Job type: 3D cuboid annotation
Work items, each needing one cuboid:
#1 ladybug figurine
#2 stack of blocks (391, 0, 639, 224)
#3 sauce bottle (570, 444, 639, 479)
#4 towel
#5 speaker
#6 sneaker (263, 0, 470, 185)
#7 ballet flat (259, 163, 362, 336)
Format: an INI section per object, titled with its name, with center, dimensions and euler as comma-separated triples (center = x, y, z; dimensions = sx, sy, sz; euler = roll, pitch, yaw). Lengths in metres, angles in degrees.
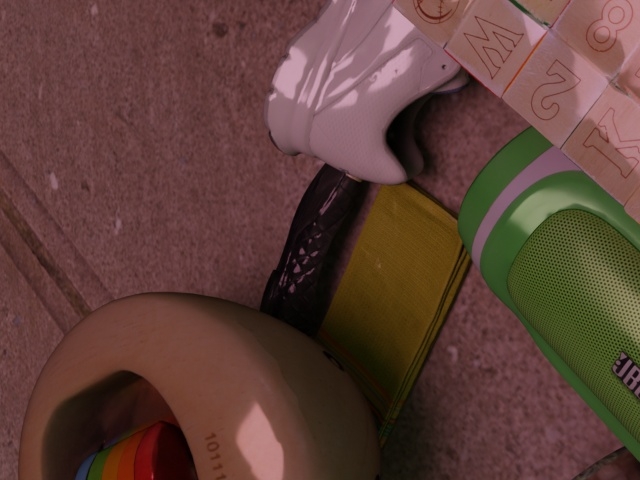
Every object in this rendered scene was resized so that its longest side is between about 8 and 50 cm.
[ladybug figurine]
center = -0.105, 0.195, 0.844
dimensions = 0.449, 0.162, 0.305
euler = -26, 78, 48
[stack of blocks]
center = 0.202, -0.070, 0.541
dimensions = 0.297, 0.171, 0.087
euler = 47, 123, 24
[sauce bottle]
center = 0.251, 0.272, 0.559
dimensions = 0.344, 0.111, 0.111
euler = 53, 126, 28
[towel]
center = 0.040, 0.071, 0.811
dimensions = 0.102, 0.021, 0.237
euler = 39, 118, 34
[speaker]
center = 0.208, 0.060, 0.577
dimensions = 0.296, 0.131, 0.131
euler = 50, 124, 30
[sneaker]
center = 0.068, -0.176, 0.732
dimensions = 0.129, 0.111, 0.297
euler = 30, 117, 20
[ballet flat]
center = 0.000, 0.000, 0.839
dimensions = 0.057, 0.049, 0.173
euler = -108, 39, -63
